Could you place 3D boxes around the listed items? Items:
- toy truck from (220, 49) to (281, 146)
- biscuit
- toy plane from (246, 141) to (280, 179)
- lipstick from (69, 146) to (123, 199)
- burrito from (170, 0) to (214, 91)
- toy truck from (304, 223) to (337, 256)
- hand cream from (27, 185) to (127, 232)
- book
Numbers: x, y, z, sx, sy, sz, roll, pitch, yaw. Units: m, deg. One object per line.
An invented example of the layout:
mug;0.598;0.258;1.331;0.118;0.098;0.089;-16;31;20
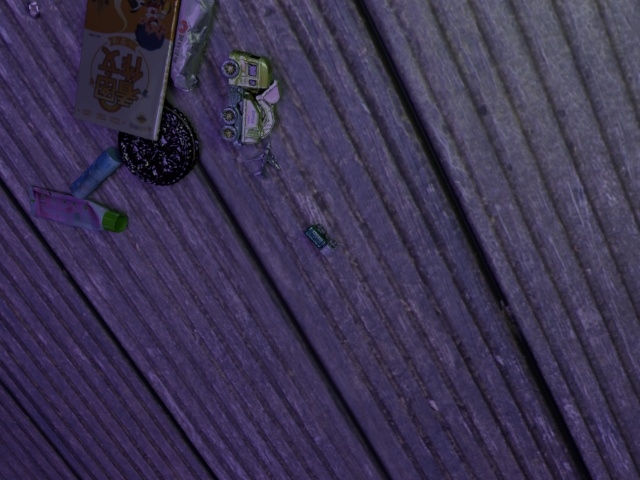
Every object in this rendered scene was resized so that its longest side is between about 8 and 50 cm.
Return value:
toy truck;-0.141;-0.290;0.944;0.116;0.085;0.191;7;115;-1
biscuit;-0.372;-0.219;1.035;0.194;0.053;0.195;4;112;10
toy plane;-0.125;-0.179;1.015;0.077;0.024;0.084;13;114;-13
lipstick;-0.543;-0.161;1.096;0.158;0.048;0.048;-34;100;22
burrito;-0.269;-0.412;0.938;0.064;0.064;0.203;21;112;4
toy truck;0.000;0.000;1.046;0.039;0.044;0.083;-39;99;25
hand cream;-0.628;-0.071;1.156;0.275;0.050;0.079;14;88;12
book;-0.419;-0.384;0.968;0.207;0.020;0.296;16;103;9
